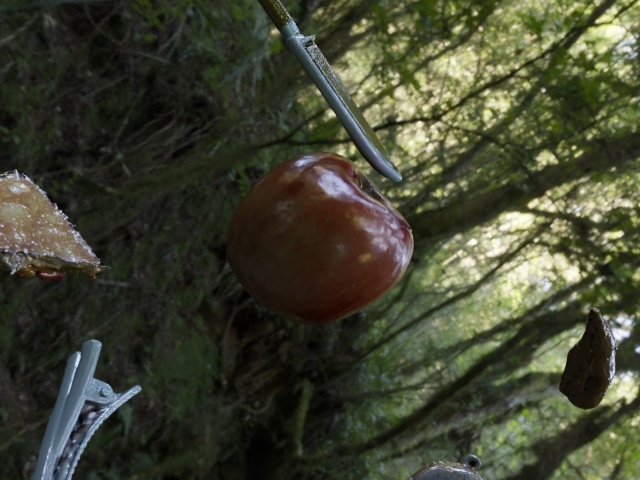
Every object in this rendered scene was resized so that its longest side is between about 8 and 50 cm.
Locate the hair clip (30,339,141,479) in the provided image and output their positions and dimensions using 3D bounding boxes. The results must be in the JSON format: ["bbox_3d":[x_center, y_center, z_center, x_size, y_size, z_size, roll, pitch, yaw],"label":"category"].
[{"bbox_3d":[-0.114,0.105,0.345,0.039,0.115,0.030,30,-45,-23],"label":"hair clip"}]

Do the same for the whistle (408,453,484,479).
[{"bbox_3d":[0.123,0.338,0.820,0.107,0.220,0.057,26,-7,9],"label":"whistle"}]

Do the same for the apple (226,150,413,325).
[{"bbox_3d":[0.000,0.000,0.779,0.181,0.168,0.181,38,11,-9],"label":"apple"}]

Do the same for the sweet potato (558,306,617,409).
[{"bbox_3d":[0.329,0.155,0.906,0.060,0.068,0.206,-126,-158,-45],"label":"sweet potato"}]

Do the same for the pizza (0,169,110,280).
[{"bbox_3d":[-0.194,-0.002,0.443,0.100,0.029,0.099,41,23,13],"label":"pizza"}]

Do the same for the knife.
[{"bbox_3d":[-0.012,-0.201,0.769,0.343,0.027,0.061,55,22,-8],"label":"knife"}]
